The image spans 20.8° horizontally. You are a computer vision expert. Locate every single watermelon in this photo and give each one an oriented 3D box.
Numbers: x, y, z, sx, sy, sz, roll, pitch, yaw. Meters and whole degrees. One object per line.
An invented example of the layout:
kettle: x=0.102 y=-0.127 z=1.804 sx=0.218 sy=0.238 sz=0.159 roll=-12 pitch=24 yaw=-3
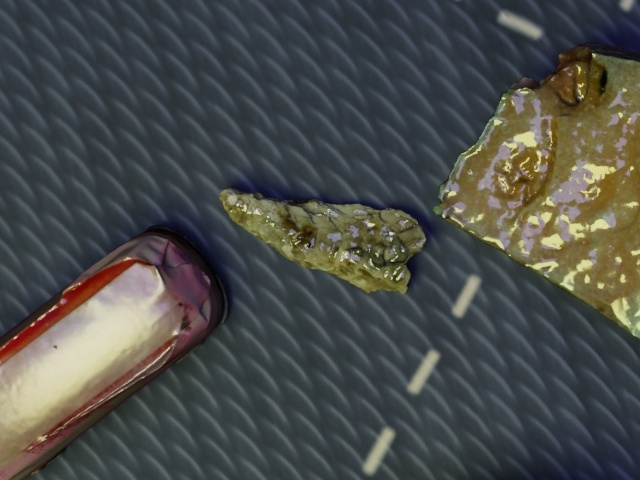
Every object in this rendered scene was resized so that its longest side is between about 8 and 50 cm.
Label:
watermelon: x=0.296 y=-0.058 z=1.606 sx=0.302 sy=0.151 sz=0.264 roll=29 pitch=96 yaw=24

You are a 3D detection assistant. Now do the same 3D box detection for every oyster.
oyster: x=0.002 y=0.000 z=1.667 sx=0.200 sy=0.061 sz=0.106 roll=-1 pitch=90 yaw=7

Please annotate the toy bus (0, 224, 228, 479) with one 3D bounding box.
toy bus: x=-0.231 y=0.114 z=1.655 sx=0.302 sy=0.147 sz=0.127 roll=-37 pitch=91 yaw=6
